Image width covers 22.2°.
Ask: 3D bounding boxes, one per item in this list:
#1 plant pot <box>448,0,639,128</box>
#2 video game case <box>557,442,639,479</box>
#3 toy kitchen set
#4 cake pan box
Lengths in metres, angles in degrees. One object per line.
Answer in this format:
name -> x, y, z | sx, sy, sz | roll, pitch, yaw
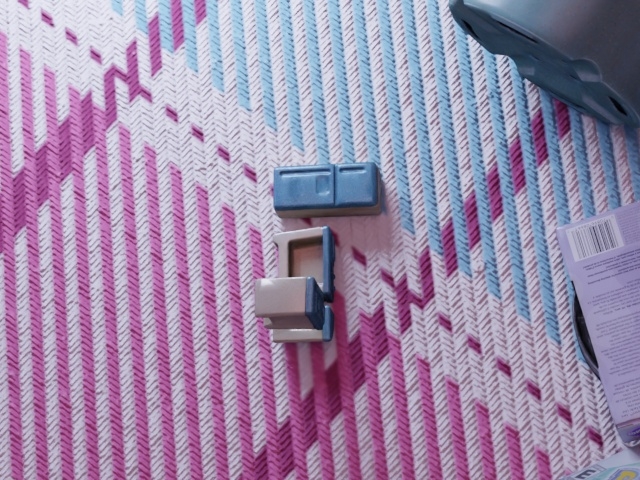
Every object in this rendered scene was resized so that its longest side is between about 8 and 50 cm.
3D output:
plant pot -> 0.332, -0.324, 1.767 | 0.341, 0.341, 0.334 | 32, 88, 15
video game case -> 0.399, 0.232, 1.566 | 0.300, 0.329, 0.036 | -22, 99, -11
toy kitchen set -> 0.000, 0.000, 1.787 | 0.122, 0.166, 0.207 | -3, 74, 7
cake pan box -> 0.398, 0.064, 1.720 | 0.267, 0.070, 0.245 | -19, 60, 9
